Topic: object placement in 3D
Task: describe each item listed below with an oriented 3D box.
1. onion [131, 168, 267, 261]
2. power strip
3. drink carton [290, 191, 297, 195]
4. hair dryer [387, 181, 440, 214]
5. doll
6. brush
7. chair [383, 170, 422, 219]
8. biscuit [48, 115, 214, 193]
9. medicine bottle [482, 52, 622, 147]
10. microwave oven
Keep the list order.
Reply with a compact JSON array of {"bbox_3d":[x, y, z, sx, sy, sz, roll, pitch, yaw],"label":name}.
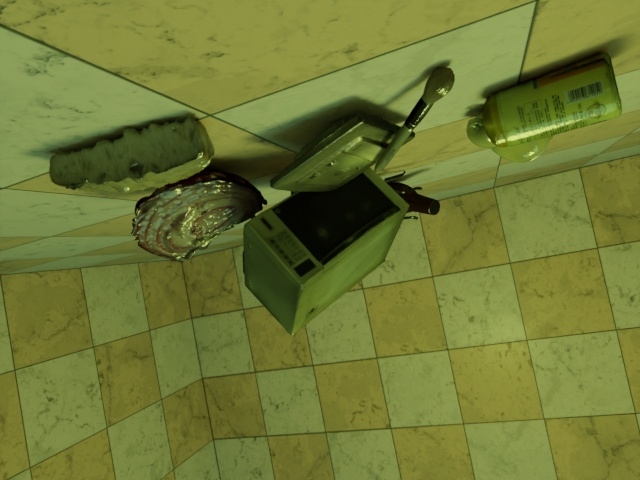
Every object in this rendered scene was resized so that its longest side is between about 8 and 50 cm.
[{"bbox_3d":[-0.306,-0.097,1.082,0.314,0.146,0.280,-26,155,2],"label":"onion"},{"bbox_3d":[0.045,-0.192,0.956,0.251,0.093,0.256,-24,170,33],"label":"power strip"},{"bbox_3d":[0.002,-0.165,1.389,0.199,0.084,0.074,-10,-173,-40],"label":"drink carton"},{"bbox_3d":[0.241,-0.116,1.726,0.340,0.123,0.312,-23,-155,-19],"label":"hair dryer"},{"bbox_3d":[0.448,-0.263,1.074,0.296,0.117,0.141,9,171,-39],"label":"doll"},{"bbox_3d":[0.161,-0.211,0.840,0.039,0.042,0.299,-41,174,-28],"label":"brush"},{"bbox_3d":[0.225,-0.156,1.582,0.212,0.175,0.149,-6,-144,-8],"label":"chair"},{"bbox_3d":[-0.306,-0.134,0.801,0.280,0.084,0.179,-13,176,13],"label":"biscuit"},{"bbox_3d":[0.440,-0.262,0.877,0.238,0.124,0.124,-11,177,34],"label":"medicine bottle"},{"bbox_3d":[0.000,0.000,1.230,0.394,0.247,0.333,-35,157,-29],"label":"microwave oven"}]
